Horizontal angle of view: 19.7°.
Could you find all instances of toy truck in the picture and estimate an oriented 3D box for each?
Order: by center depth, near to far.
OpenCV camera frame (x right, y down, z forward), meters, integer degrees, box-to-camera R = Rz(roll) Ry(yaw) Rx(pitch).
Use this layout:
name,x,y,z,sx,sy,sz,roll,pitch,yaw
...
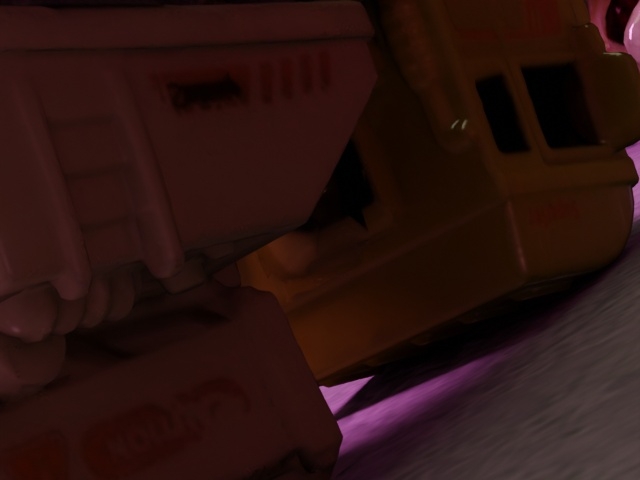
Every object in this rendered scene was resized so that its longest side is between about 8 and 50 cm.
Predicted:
name,x,y,z,sx,sy,sz,roll,pitch,yaw
toy truck,-0.044,-0.033,0.639,0.180,0.254,0.405,-24,-9,35

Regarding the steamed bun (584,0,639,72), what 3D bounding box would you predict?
name,x,y,z,sx,sy,sz,roll,pitch,yaw
steamed bun,0.148,-0.191,1.119,0.189,0.247,0.428,-6,6,-5
